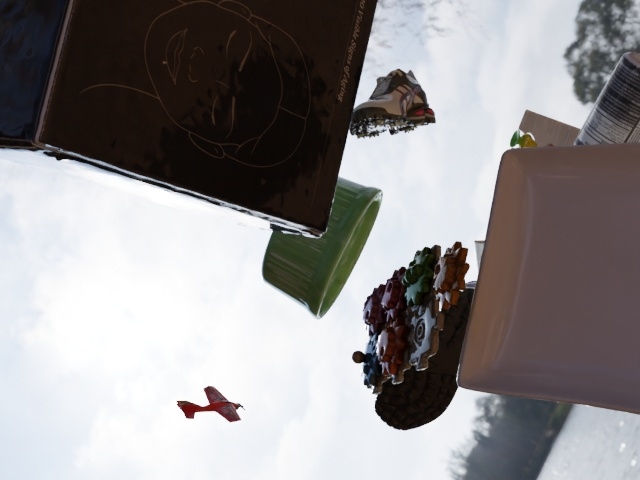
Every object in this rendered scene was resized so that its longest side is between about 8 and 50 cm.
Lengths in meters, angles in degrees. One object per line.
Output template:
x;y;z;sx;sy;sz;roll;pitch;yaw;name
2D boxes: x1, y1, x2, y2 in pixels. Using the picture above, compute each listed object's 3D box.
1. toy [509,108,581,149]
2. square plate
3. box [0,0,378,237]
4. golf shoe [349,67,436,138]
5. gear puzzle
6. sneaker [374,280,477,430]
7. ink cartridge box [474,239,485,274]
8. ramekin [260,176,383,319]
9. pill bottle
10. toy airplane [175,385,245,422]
0.542;-0.200;1.628;0.056;0.237;0.137;-128;56;-73;toy
0.361;0.040;0.859;0.049;0.347;0.344;37;-117;-48;square plate
-0.184;-0.292;0.957;0.472;0.297;0.480;17;-95;-49;box
0.122;-0.259;1.338;0.273;0.105;0.120;-21;-84;-59;golf shoe
0.118;0.101;0.995;0.339;0.044;0.175;128;152;-60;gear puzzle
0.199;0.191;1.173;0.283;0.107;0.124;-55;-8;17;sneaker
0.493;0.026;1.635;0.296;0.261;0.066;56;-142;-65;ink cartridge box
0.000;0.000;1.491;0.303;0.148;0.303;-60;-10;-18;ramekin
0.552;-0.206;1.296;0.130;0.130;0.246;-33;-30;-51;pill bottle
-0.219;0.332;1.407;0.151;0.151;0.028;-4;-68;-64;toy airplane
